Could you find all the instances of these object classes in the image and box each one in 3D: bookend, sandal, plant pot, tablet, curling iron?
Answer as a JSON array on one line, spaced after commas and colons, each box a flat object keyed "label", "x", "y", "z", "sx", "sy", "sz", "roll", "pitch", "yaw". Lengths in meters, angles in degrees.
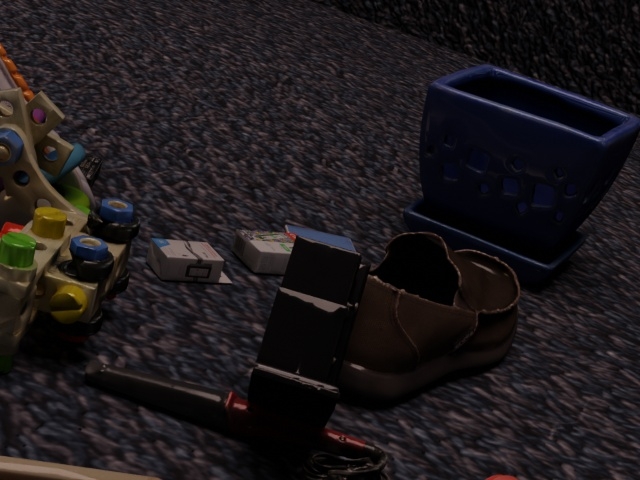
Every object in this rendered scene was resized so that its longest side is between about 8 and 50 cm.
[{"label": "bookend", "x": -0.004, "y": 0.063, "z": 1.191, "sx": 0.072, "sy": 0.157, "sz": 0.156, "roll": 16, "pitch": -17, "yaw": 1}, {"label": "sandal", "x": -0.341, "y": -0.130, "z": 1.559, "sx": 0.265, "sy": 0.076, "sz": 0.102, "roll": 57, "pitch": -11, "yaw": 2}, {"label": "plant pot", "x": 0.249, "y": -0.083, "z": 1.821, "sx": 0.236, "sy": 0.212, "sz": 0.236, "roll": 22, "pitch": 19, "yaw": 17}, {"label": "tablet", "x": 0.000, "y": 0.000, "z": 1.701, "sx": 0.083, "sy": 0.006, "sz": 0.054, "roll": 12, "pitch": 19, "yaw": -14}, {"label": "curling iron", "x": -0.070, "y": 0.148, "z": 1.176, "sx": 0.274, "sy": 0.035, "sz": 0.068, "roll": 21, "pitch": 19, "yaw": 13}]

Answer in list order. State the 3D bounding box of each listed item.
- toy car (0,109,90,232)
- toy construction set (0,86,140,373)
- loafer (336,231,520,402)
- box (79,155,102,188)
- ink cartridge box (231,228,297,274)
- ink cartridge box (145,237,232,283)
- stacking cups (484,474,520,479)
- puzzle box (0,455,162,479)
[{"label": "toy car", "x": -0.318, "y": -0.074, "z": 1.446, "sx": 0.182, "sy": 0.136, "sz": 0.159, "roll": 15, "pitch": 18, "yaw": -3}, {"label": "toy construction set", "x": -0.280, "y": -0.003, "z": 1.263, "sx": 0.215, "sy": 0.151, "sz": 0.328, "roll": 15, "pitch": 34, "yaw": 1}, {"label": "loafer", "x": 0.120, "y": 0.058, "z": 1.439, "sx": 0.133, "sy": 0.130, "sz": 0.366, "roll": 23, "pitch": 20, "yaw": 20}, {"label": "box", "x": -0.296, "y": -0.084, "z": 1.677, "sx": 0.067, "sy": 0.018, "sz": 0.083, "roll": 14, "pitch": 19, "yaw": -5}, {"label": "ink cartridge box", "x": -0.035, "y": 0.014, "z": 1.595, "sx": 0.115, "sy": 0.029, "sz": 0.063, "roll": 4, "pitch": 22, "yaw": -32}, {"label": "ink cartridge box", "x": -0.134, "y": 0.022, "z": 1.493, "sx": 0.083, "sy": 0.028, "sz": 0.048, "roll": 5, "pitch": 22, "yaw": -32}, {"label": "stacking cups", "x": 0.225, "y": 0.261, "z": 1.004, "sx": 0.096, "sy": 0.096, "sz": 0.316, "roll": 1, "pitch": 24, "yaw": -38}, {"label": "puzzle box", "x": -0.198, "y": 0.246, "z": 0.555, "sx": 0.272, "sy": 0.052, "sz": 0.409, "roll": 10, "pitch": 40, "yaw": -15}]
